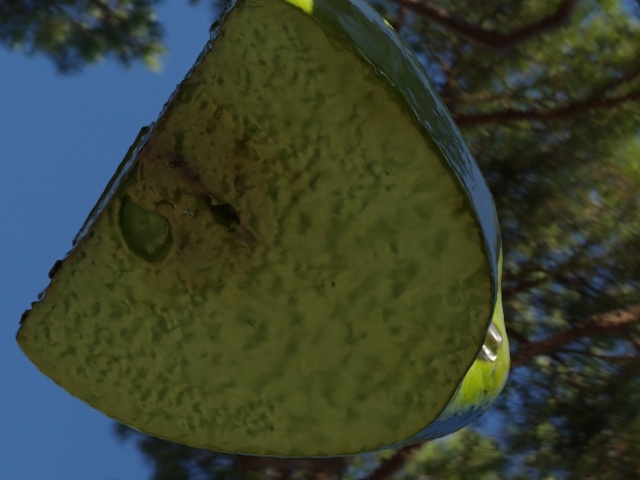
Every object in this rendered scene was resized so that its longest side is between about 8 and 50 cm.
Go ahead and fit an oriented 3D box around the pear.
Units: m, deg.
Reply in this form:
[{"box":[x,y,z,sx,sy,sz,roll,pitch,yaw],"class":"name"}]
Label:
[{"box":[0.000,0.000,0.932,0.292,0.159,0.292,5,-70,14],"class":"pear"}]
